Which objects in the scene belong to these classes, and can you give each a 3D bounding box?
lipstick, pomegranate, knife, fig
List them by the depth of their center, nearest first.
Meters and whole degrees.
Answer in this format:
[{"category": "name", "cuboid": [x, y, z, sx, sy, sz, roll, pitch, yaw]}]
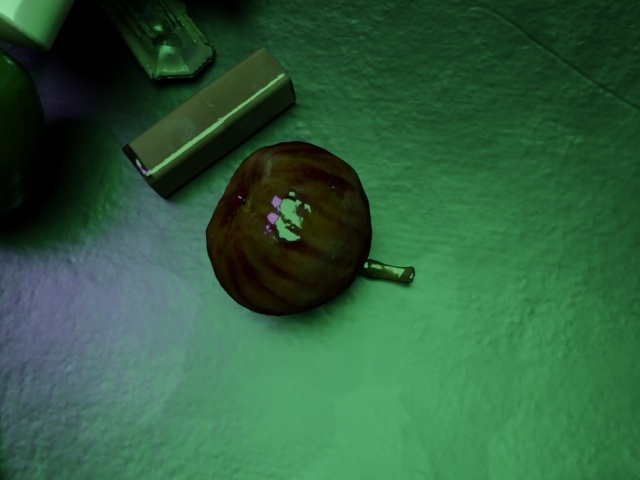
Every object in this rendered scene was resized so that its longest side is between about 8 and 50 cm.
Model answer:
[{"category": "fig", "cuboid": [-0.009, -0.013, 0.436, 0.151, 0.128, 0.128, -15, 70, -29]}, {"category": "pomegranate", "cuboid": [-0.295, -0.107, 0.472, 0.131, 0.152, 0.191, -2, 54, -29]}, {"category": "lipstick", "cuboid": [-0.092, -0.099, 0.500, 0.145, 0.045, 0.045, -38, 72, -6]}, {"category": "knife", "cuboid": [-0.213, -0.293, 0.571, 0.089, 0.043, 0.365, -33, 74, -6]}]

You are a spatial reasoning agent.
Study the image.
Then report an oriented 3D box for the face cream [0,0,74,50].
[{"category": "face cream", "cuboid": [-0.205, -0.320, 0.467, 0.174, 0.081, 0.348, 20, 82, 23]}]
